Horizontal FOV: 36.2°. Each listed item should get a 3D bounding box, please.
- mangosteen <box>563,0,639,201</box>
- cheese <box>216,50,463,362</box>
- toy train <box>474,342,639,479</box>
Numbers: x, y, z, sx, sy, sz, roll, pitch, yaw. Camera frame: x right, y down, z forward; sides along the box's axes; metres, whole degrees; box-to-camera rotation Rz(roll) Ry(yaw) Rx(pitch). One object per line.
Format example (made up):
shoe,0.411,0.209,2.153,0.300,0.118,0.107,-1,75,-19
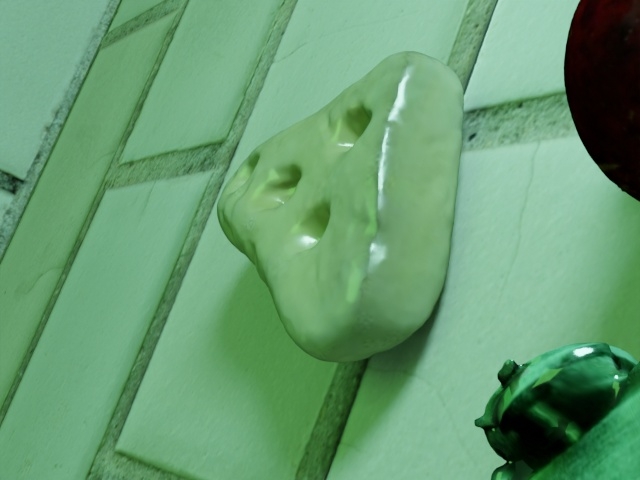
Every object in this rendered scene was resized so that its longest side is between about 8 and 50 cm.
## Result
mangosteen,0.272,-0.131,0.671,0.215,0.215,0.257,-43,20,28
cheese,0.000,0.000,1.039,0.351,0.129,0.328,-29,42,42
toy train,0.226,0.117,0.489,0.299,0.238,0.167,-45,34,29
